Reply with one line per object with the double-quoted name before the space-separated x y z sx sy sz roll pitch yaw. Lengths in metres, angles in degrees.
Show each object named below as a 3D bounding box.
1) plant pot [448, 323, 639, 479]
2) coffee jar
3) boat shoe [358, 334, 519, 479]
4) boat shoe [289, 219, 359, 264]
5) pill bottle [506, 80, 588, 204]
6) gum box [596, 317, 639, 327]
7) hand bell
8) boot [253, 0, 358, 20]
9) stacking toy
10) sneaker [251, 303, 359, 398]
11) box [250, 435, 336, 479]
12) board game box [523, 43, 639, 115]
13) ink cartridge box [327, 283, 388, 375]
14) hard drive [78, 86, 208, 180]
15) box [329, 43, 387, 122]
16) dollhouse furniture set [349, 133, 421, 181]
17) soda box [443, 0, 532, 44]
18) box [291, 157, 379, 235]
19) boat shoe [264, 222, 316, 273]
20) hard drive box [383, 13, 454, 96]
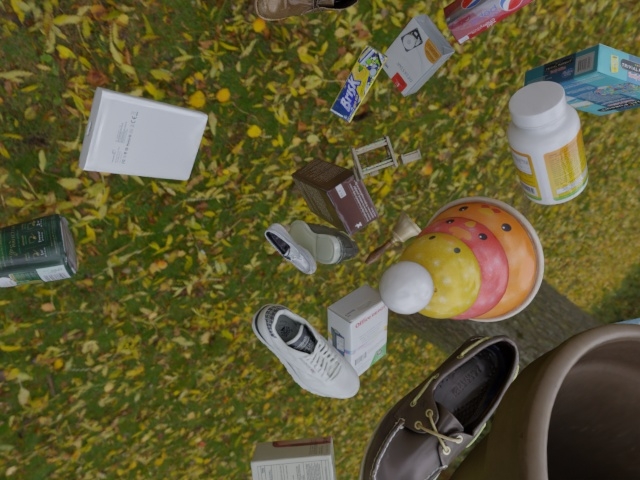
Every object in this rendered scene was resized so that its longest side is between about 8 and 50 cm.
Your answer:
"plant pot" 0.209 0.231 0.380 0.263 0.263 0.229 -20 155 -31
"coffee jar" -0.457 0.026 0.698 0.184 0.096 0.079 -12 159 -17
"boat shoe" 0.183 0.264 0.731 0.324 0.116 0.097 -39 165 -23
"boat shoe" 0.000 0.005 1.440 0.091 0.305 0.109 -3 103 -29
"pill bottle" 0.468 -0.201 1.011 0.136 0.136 0.246 -43 132 -5
"gum box" 0.725 0.245 1.057 0.184 0.157 0.041 -17 154 19
"hand bell" 0.265 0.009 1.879 0.242 0.126 0.126 -42 144 6
"boot" -0.030 -0.635 1.263 0.305 0.115 0.112 -27 140 -27
"stacking toy" 0.310 0.084 1.195 0.480 0.350 0.351 -14 134 -50
"sneaker" -0.016 0.198 0.839 0.235 0.095 0.090 41 64 -14
"box" -0.073 0.674 1.417 0.232 0.127 0.149 -6 93 3
"board game box" 0.822 -0.461 1.433 0.336 0.254 0.079 6 90 -23
"ink cartridge box" 0.103 0.248 1.321 0.154 0.093 0.212 -28 131 -36
"hard drive" -0.457 -0.268 1.284 0.307 0.040 0.203 -2 120 -53
"box" 0.087 -0.365 1.134 0.169 0.059 0.054 -58 -174 25
"dollhouse furniture set" 0.181 -0.255 1.446 0.182 0.101 0.161 -19 -176 -2
"soda box" 0.478 -0.663 1.342 0.263 0.092 0.083 -23 140 33
"box" 0.043 -0.172 1.793 0.143 0.381 0.191 -33 116 -8
"boat shoe" -0.087 0.030 1.383 0.066 0.184 0.063 -35 -175 30
"hard drive box" 0.356 -0.691 1.831 0.089 0.181 0.232 -32 174 -36
